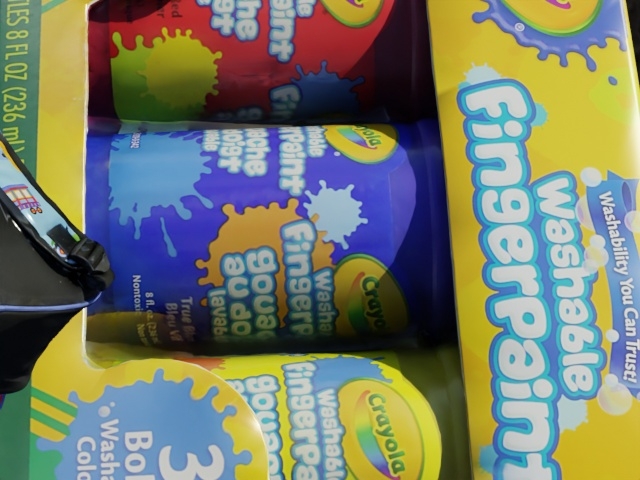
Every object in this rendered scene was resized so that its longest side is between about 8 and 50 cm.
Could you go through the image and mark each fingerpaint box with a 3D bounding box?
[{"bbox_3d":[0.000,0.000,0.983,0.371,0.163,0.445,-1,64,-3],"label":"fingerpaint box"}]

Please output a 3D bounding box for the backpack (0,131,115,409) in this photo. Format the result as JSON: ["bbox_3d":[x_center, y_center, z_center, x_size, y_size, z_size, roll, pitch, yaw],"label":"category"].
[{"bbox_3d":[-0.204,-0.010,0.758,0.117,0.158,0.173,-49,63,31],"label":"backpack"}]
